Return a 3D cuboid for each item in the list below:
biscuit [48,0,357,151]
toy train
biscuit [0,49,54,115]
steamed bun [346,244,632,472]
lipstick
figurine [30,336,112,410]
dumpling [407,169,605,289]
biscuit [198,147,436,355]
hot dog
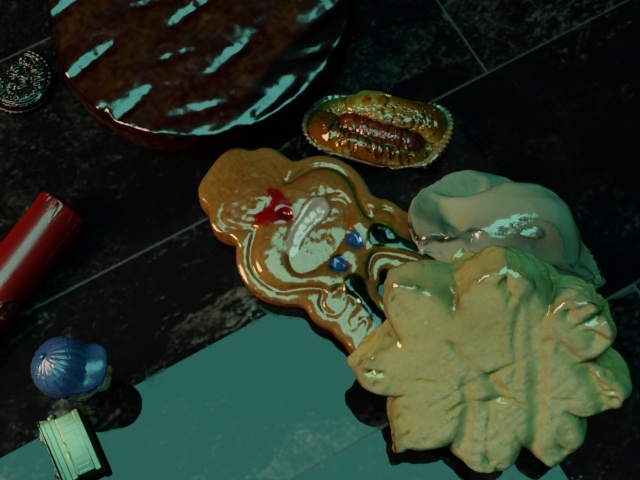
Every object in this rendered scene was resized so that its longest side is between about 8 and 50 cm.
[{"bbox_3d":[-0.151,-0.300,1.409,0.407,0.091,0.407,-1,72,3],"label":"biscuit"},{"bbox_3d":[-0.286,0.239,1.245,0.056,0.038,0.093,-25,72,-11],"label":"toy train"},{"bbox_3d":[-0.389,-0.206,1.411,0.087,0.027,0.089,-11,71,-4],"label":"biscuit"},{"bbox_3d":[0.179,0.118,1.203,0.292,0.295,0.137,34,30,-11],"label":"steamed bun"},{"bbox_3d":[-0.387,0.066,1.292,0.073,0.073,0.280,32,75,11],"label":"lipstick"},{"bbox_3d":[-0.279,0.148,1.224,0.079,0.136,0.077,35,75,3],"label":"figurine"},{"bbox_3d":[0.225,-0.016,1.290,0.247,0.142,0.172,18,41,-10],"label":"dumpling"},{"bbox_3d":[0.000,0.000,1.323,0.334,0.047,0.202,33,74,12],"label":"biscuit"},{"bbox_3d":[0.071,-0.140,1.369,0.192,0.053,0.099,9,66,3],"label":"hot dog"}]
